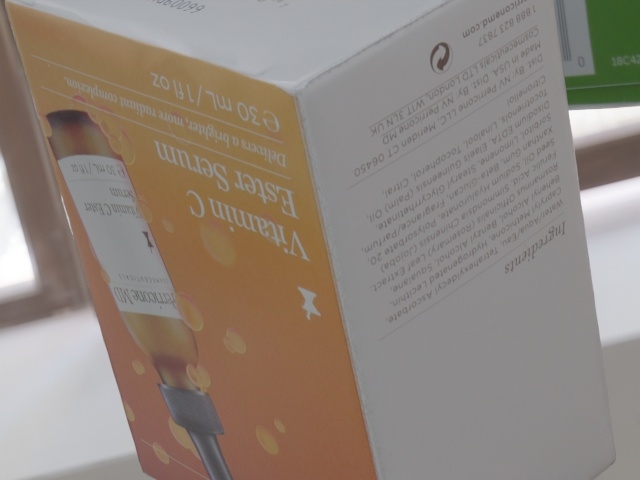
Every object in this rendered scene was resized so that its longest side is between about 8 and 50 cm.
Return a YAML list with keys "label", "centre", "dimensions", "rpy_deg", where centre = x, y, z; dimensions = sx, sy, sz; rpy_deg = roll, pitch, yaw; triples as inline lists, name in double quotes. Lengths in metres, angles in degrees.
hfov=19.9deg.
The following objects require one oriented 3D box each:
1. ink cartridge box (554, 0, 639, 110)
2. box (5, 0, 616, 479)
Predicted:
- label: "ink cartridge box"
  centre: [0.129, -0.089, 0.620]
  dimensions: [0.209, 0.109, 0.062]
  rpy_deg: [-18, -76, -50]
- label: "box"
  centre: [0.000, 0.000, 0.525]
  dimensions: [0.130, 0.091, 0.170]
  rpy_deg: [20, 132, 45]
